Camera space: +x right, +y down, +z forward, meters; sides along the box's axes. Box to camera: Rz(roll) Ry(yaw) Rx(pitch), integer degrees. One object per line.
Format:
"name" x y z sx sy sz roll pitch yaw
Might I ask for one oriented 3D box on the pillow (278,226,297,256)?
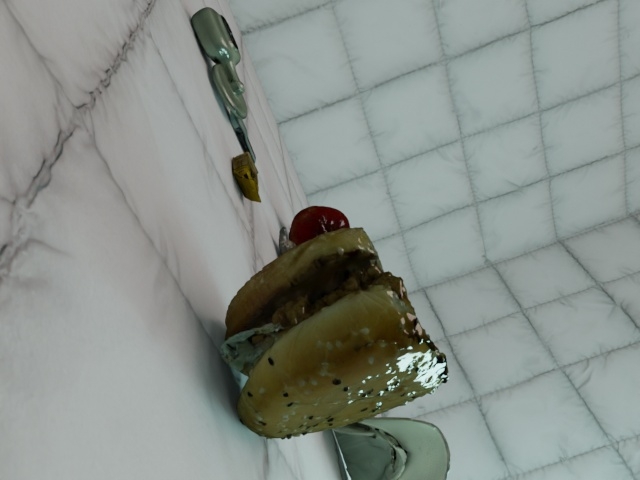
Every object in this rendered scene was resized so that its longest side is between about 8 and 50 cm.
"pillow" -0.067 0.076 1.644 0.255 0.059 0.169 59 11 -64

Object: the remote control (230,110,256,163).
"remote control" -0.215 -0.293 1.611 0.065 0.029 0.166 -105 174 -58

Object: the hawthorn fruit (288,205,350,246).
"hawthorn fruit" 0.000 0.000 1.902 0.266 0.210 0.231 -150 -137 -88

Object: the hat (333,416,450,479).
"hat" 0.151 0.477 1.323 0.168 0.301 0.258 -21 92 -64

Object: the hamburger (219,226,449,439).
"hamburger" 0.008 0.142 0.778 0.195 0.276 0.318 68 7 30

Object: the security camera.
"security camera" -0.247 -0.468 1.531 0.157 0.080 0.302 12 56 -77

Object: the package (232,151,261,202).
"package" -0.172 -0.144 1.344 0.131 0.047 0.071 -103 175 -49
